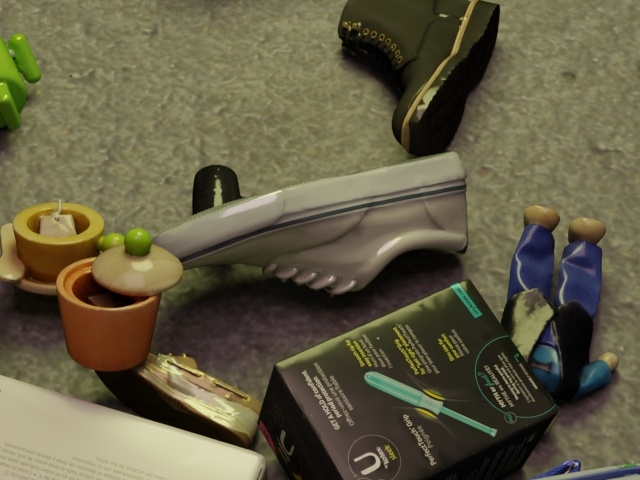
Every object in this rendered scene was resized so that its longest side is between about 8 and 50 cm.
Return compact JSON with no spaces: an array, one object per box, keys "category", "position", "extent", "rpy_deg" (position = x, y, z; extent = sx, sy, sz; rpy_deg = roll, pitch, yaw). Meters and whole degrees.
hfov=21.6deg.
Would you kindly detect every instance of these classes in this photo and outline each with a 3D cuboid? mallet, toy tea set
[{"category":"mallet","position":[-0.011,-0.034,1.347],"extent":[0.189,0.039,0.062],"rpy_deg":[-5,52,-12]},{"category":"toy tea set","position":[-0.258,-0.013,1.220],"extent":[0.336,0.124,0.200],"rpy_deg":[8,29,6]}]

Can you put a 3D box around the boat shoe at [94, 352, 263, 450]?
[{"category":"boat shoe","position":[-0.103,0.108,1.217],"extent":[0.135,0.050,0.045],"rpy_deg":[30,51,8]}]

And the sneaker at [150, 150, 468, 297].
[{"category":"sneaker","position":[0.000,0.000,1.273],"extent":[0.258,0.094,0.091],"rpy_deg":[-13,92,-15]}]

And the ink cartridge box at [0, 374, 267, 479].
[{"category":"ink cartridge box","position":[-0.216,0.217,1.107],"extent":[0.296,0.066,0.261],"rpy_deg":[16,51,11]}]

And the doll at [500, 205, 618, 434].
[{"category":"doll","position":[0.165,0.065,1.263],"extent":[0.129,0.046,0.189],"rpy_deg":[15,57,-3]}]

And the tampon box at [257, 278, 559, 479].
[{"category":"tampon box","position":[0.057,0.124,1.161],"extent":[0.161,0.101,0.120],"rpy_deg":[-22,65,-22]}]

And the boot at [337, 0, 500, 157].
[{"category":"boot","position":[0.060,-0.148,1.426],"extent":[0.137,0.077,0.198],"rpy_deg":[15,38,15]}]

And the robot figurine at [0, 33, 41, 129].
[{"category":"robot figurine","position":[-0.286,-0.137,1.395],"extent":[0.101,0.067,0.115],"rpy_deg":[-26,55,-8]}]

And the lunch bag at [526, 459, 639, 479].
[{"category":"lunch bag","position":[0.134,0.259,1.046],"extent":[0.303,0.115,0.243],"rpy_deg":[-7,49,-14]}]
